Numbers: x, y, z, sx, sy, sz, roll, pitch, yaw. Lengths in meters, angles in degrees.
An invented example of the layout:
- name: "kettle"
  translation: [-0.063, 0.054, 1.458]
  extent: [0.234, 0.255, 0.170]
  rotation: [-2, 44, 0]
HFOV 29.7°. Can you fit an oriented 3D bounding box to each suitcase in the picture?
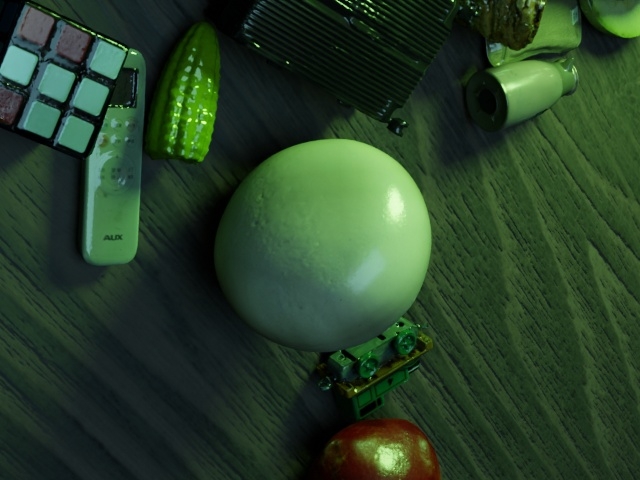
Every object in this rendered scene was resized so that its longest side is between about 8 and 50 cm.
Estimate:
- name: "suitcase"
  translation: [0.030, -0.333, 1.763]
  extent: [0.335, 0.152, 0.229]
  rotation: [25, 102, -36]

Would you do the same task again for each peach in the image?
- name: "peach"
  translation: [0.095, 0.401, 1.995]
  extent: [0.243, 0.199, 0.243]
  rotation: [-16, 117, -35]

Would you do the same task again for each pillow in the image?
- name: "pillow"
  translation: [0.366, -0.374, 2.073]
  extent: [0.217, 0.033, 0.130]
  rotation: [-17, 108, -28]

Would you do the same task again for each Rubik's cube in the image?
- name: "Rubik's cube"
  translation: [-0.366, -0.212, 1.554]
  extent: [0.163, 0.160, 0.162]
  rotation: [23, 89, -36]

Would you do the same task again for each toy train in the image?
- name: "toy train"
  translation: [0.091, 0.209, 2.016]
  extent: [0.228, 0.091, 0.136]
  rotation: [-27, 126, -27]

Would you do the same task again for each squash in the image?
- name: "squash"
  translation: [0.539, -0.467, 2.140]
  extent: [0.219, 0.041, 0.219]
  rotation: [-4, 96, -34]

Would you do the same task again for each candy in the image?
- name: "candy"
  translation: [-0.189, -0.210, 1.717]
  extent: [0.097, 0.097, 0.209]
  rotation: [13, 90, -35]

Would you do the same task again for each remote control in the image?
- name: "remote control"
  translation: [-0.295, -0.117, 1.702]
  extent: [0.090, 0.038, 0.309]
  rotation: [-2, 103, -33]

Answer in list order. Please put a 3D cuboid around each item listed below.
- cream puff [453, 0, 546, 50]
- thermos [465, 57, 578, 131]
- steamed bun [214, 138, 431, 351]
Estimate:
- name: "cream puff"
  translation: [0.273, -0.404, 1.927]
  extent: [0.169, 0.183, 0.183]
  rotation: [14, 96, 1]
- name: "thermos"
  translation: [0.347, -0.247, 2.057]
  extent: [0.193, 0.105, 0.137]
  rotation: [-21, 148, -31]
- name: "steamed bun"
  translation: [0.000, 0.000, 1.755]
  extent: [0.324, 0.324, 0.206]
  rotation: [-49, 150, -13]
